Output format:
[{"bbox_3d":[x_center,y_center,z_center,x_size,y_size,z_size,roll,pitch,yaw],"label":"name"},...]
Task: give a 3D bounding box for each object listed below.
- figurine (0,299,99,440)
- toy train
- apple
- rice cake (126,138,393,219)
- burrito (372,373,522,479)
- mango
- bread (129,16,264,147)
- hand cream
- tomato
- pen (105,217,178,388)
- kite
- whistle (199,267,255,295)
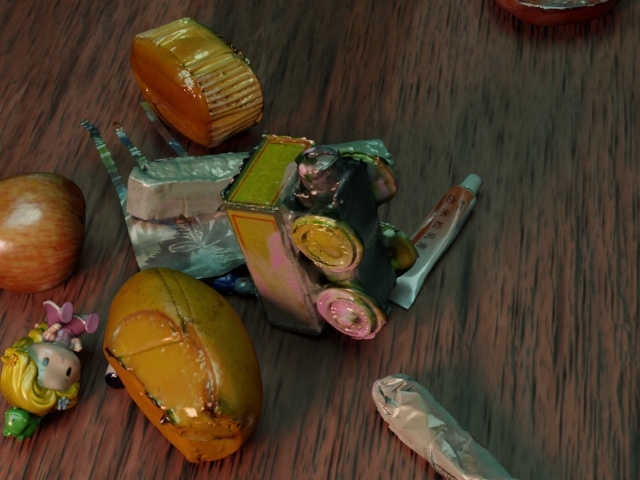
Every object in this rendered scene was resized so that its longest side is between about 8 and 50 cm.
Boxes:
[{"bbox_3d":[-0.313,0.149,1.360,0.095,0.115,0.156,24,68,-21],"label":"figurine"},{"bbox_3d":[0.000,0.000,1.364,0.177,0.261,0.134,8,48,25],"label":"toy train"},{"bbox_3d":[-0.344,-0.009,1.443,0.131,0.146,0.146,4,49,-10],"label":"apple"},{"bbox_3d":[-0.074,-0.075,1.514,0.336,0.066,0.063,-6,40,-17],"label":"rice cake"},{"bbox_3d":[0.132,0.214,1.299,0.064,0.064,0.203,-34,59,-25],"label":"burrito"},{"bbox_3d":[-0.151,0.126,1.335,0.154,0.126,0.252,-20,50,-13],"label":"mango"},{"bbox_3d":[-0.170,-0.207,1.619,0.114,0.132,0.190,-29,51,-23],"label":"bread"},{"bbox_3d":[0.136,-0.006,1.508,0.052,0.038,0.216,7,47,44],"label":"hand cream"},{"bbox_3d":[0.341,-0.384,1.793,0.225,0.085,0.225,0,53,0],"label":"tomato"},{"bbox_3d":[-0.205,0.060,1.456,0.033,0.033,0.269,7,50,7],"label":"pen"},{"bbox_3d":[-0.187,-0.066,1.535,0.169,0.015,0.310,-14,53,-23],"label":"kite"},{"bbox_3d":[-0.111,0.049,1.467,0.083,0.029,0.033,14,14,6],"label":"whistle"}]
